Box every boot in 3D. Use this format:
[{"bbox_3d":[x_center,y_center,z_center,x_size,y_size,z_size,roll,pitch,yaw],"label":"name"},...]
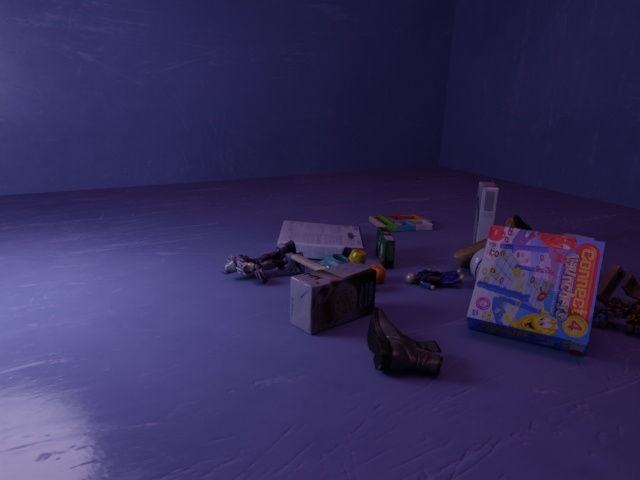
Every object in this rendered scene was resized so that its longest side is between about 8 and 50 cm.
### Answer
[{"bbox_3d":[0.209,0.258,1.354,0.161,0.083,0.246,8,22,-6],"label":"boot"},{"bbox_3d":[0.591,0.017,1.884,0.270,0.089,0.236,-25,-26,29],"label":"boot"}]

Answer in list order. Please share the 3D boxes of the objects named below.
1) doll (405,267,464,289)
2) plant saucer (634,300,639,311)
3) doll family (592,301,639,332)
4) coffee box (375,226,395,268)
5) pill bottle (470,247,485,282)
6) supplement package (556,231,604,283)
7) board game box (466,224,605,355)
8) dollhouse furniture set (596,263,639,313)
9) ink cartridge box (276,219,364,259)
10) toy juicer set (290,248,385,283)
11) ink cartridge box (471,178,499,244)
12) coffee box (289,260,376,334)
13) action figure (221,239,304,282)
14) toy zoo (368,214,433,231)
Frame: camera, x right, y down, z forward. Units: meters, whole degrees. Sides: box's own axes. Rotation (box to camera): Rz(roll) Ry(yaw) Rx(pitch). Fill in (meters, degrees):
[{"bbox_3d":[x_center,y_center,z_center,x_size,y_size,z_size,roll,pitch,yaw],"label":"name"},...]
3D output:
[{"bbox_3d":[0.384,0.126,1.836,0.189,0.046,0.129,-4,26,1],"label":"doll"},{"bbox_3d":[1.071,0.212,1.670,0.195,0.037,0.195,3,18,-1],"label":"plant saucer"},{"bbox_3d":[0.876,0.219,1.560,0.193,0.076,0.111,10,23,32],"label":"doll family"},{"bbox_3d":[0.245,0.024,2.041,0.041,0.113,0.184,0,16,-4],"label":"coffee box"},{"bbox_3d":[0.579,0.118,1.707,0.153,0.153,0.264,1,17,-6],"label":"pill bottle"},{"bbox_3d":[0.754,0.078,1.734,0.203,0.149,0.194,-16,7,-1],"label":"supplement package"},{"bbox_3d":[0.590,0.125,1.481,0.302,0.086,0.308,10,63,25],"label":"board game box"},{"bbox_3d":[0.939,0.162,1.622,0.151,0.144,0.123,40,-4,-31],"label":"dollhouse furniture set"},{"bbox_3d":[0.000,0.000,2.164,0.330,0.071,0.324,6,16,0],"label":"ink cartridge box"},{"bbox_3d":[0.077,0.114,1.787,0.329,0.089,0.209,-2,28,-44],"label":"toy juicer set"},{"bbox_3d":[0.648,-0.087,2.149,0.066,0.296,0.261,5,16,10],"label":"ink cartridge box"},{"bbox_3d":[0.038,0.156,1.529,0.247,0.141,0.098,-13,22,-39],"label":"coffee box"},{"bbox_3d":[-0.200,0.080,1.834,0.285,0.099,0.185,-10,28,-26],"label":"action figure"},{"bbox_3d":[0.400,-0.084,2.559,0.293,0.030,0.192,-2,17,-17],"label":"toy zoo"}]
